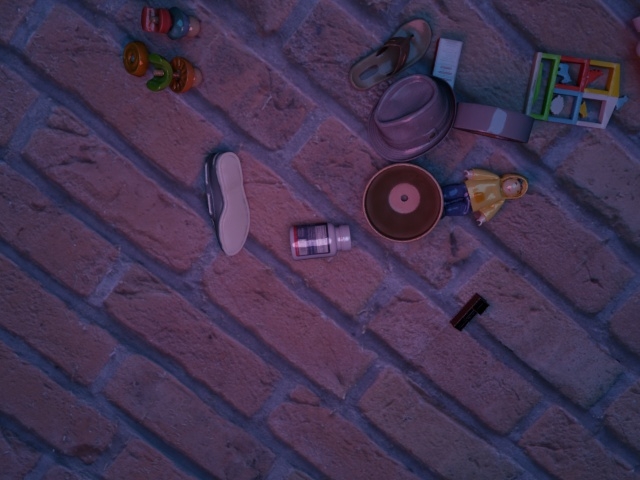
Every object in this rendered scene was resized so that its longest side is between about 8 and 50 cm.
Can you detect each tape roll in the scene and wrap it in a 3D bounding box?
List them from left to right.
[{"bbox_3d":[0.485,-0.333,1.620,0.219,0.219,0.072,13,100,-3],"label":"tape roll"}]

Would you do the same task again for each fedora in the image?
[{"bbox_3d":[0.242,-0.365,1.608,0.276,0.124,0.243,-29,68,16],"label":"fedora"}]

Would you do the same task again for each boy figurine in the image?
[{"bbox_3d":[0.488,-0.133,1.727,0.285,0.092,0.177,-11,99,5],"label":"boy figurine"}]

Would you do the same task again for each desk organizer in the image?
[{"bbox_3d":[0.475,0.233,1.819,0.047,0.050,0.130,39,98,-8],"label":"desk organizer"}]

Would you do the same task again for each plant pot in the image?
[{"bbox_3d":[0.248,-0.119,1.705,0.238,0.110,0.237,3,104,12],"label":"plant pot"}]

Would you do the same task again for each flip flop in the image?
[{"bbox_3d":[0.203,-0.532,1.647,0.277,0.080,0.112,-32,100,6],"label":"flip flop"}]

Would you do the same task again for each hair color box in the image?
[{"bbox_3d":[0.365,-0.512,1.672,0.072,0.043,0.141,10,100,-2],"label":"hair color box"}]

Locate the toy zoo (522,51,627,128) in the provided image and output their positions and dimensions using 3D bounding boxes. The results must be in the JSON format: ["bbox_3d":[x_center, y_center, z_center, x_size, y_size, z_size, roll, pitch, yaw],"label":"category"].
[{"bbox_3d":[0.763,-0.440,1.697,0.294,0.030,0.192,7,101,-2],"label":"toy zoo"}]

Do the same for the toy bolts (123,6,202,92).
[{"bbox_3d":[-0.436,-0.551,1.637,0.218,0.159,0.228,28,115,35],"label":"toy bolts"}]

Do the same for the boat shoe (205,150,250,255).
[{"bbox_3d":[-0.291,-0.113,1.736,0.099,0.116,0.319,14,114,40],"label":"boat shoe"}]

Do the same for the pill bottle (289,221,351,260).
[{"bbox_3d":[0.000,0.000,1.738,0.180,0.108,0.107,-6,101,0],"label":"pill bottle"}]

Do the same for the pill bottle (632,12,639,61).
[{"bbox_3d":[1.015,-0.509,1.605,0.188,0.188,0.333,-30,101,5],"label":"pill bottle"}]
